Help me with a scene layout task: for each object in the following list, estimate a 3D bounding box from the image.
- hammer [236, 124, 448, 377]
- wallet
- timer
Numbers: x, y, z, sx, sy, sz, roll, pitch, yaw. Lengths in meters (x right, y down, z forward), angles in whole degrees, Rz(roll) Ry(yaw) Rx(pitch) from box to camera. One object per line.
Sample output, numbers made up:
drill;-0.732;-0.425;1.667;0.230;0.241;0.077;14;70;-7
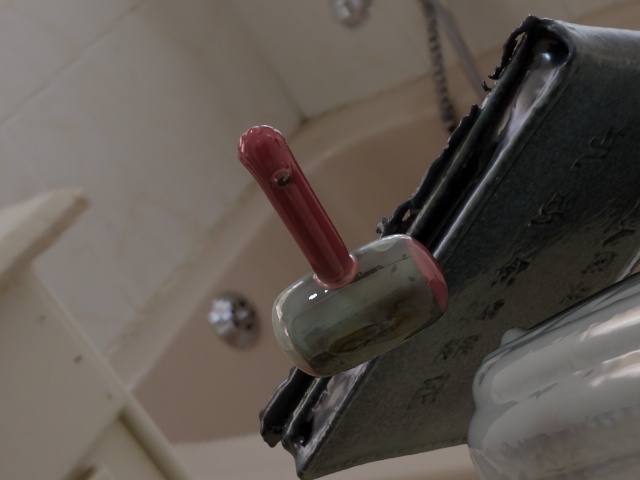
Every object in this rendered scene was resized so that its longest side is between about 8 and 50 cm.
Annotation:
hammer;0.000;0.000;0.409;0.052;0.083;0.031;-29;31;2
wallet;0.082;0.007;0.584;0.167;0.036;0.222;-3;-45;-47
timer;0.185;0.017;0.497;0.262;0.087;0.237;-22;-8;-30
